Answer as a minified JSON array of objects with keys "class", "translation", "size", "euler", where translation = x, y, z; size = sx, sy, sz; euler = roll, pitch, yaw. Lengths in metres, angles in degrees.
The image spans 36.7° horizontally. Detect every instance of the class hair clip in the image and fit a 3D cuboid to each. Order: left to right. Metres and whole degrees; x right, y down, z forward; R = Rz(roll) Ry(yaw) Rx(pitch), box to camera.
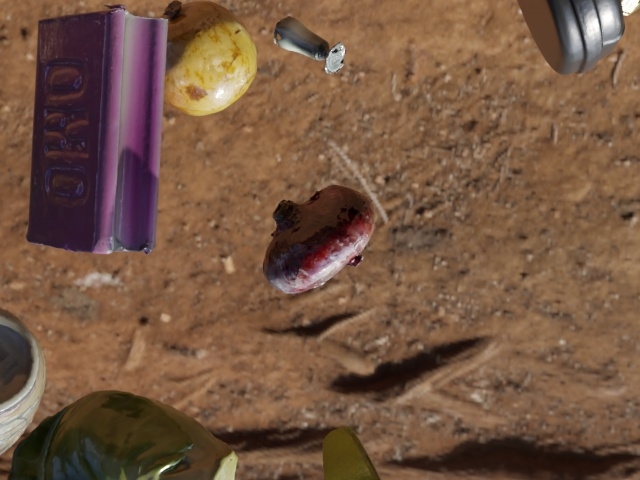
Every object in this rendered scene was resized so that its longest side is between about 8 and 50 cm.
[{"class":"hair clip","translation":[0.037,0.232,0.834],"size":[0.060,0.188,0.033],"euler":[-30,131,7]}]

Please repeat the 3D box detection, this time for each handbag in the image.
[{"class":"handbag","translation":[0.319,-0.352,1.292],"size":[0.093,0.253,0.308],"euler":[-22,176,9]}]

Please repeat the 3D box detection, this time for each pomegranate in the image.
[{"class":"pomegranate","translation":[-0.231,-0.339,1.773],"size":[0.215,0.215,0.215],"euler":[10,143,7]}]

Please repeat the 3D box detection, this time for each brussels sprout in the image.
[{"class":"brussels sprout","translation":[-0.162,0.194,0.798],"size":[0.181,0.100,0.139],"euler":[0,103,31]}]

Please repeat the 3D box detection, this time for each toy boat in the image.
[{"class":"toy boat","translation":[0.607,-0.496,1.905],"size":[0.088,0.226,0.068],"euler":[43,125,6]}]

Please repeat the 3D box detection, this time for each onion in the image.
[{"class":"onion","translation":[0.000,0.000,1.492],"size":[0.151,0.206,0.098],"euler":[44,176,-33]}]

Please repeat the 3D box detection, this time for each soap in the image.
[{"class":"soap","translation":[-0.194,-0.092,0.832],"size":[0.122,0.203,0.065],"euler":[5,-178,42]}]

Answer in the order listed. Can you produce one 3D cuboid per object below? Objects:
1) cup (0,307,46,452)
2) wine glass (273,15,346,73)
[{"class":"cup","translation":[-0.502,0.212,1.288],"size":[0.227,0.301,0.257],"euler":[39,149,-9]},{"class":"wine glass","translation":[-0.021,-0.408,2.003],"size":[0.155,0.072,0.072],"euler":[34,153,30]}]
